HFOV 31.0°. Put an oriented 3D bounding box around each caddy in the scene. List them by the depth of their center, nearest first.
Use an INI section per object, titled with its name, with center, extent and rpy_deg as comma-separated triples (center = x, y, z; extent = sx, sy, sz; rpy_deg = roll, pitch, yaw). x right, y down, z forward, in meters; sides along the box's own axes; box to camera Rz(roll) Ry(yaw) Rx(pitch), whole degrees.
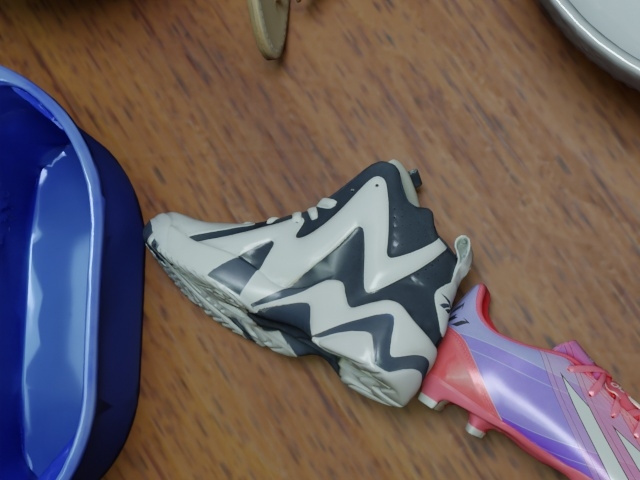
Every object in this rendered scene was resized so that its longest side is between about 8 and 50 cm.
[caddy]
center = -0.253, 0.047, 0.795
extent = 0.241, 0.179, 0.341
rpy_deg = 0, 84, 11

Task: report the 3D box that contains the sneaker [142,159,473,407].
[sneaker]
center = 0.000, 0.000, 0.808
extent = 0.235, 0.094, 0.153
rpy_deg = 22, 66, 33

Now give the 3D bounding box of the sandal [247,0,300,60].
[sandal]
center = -0.004, -0.251, 0.830
extent = 0.079, 0.088, 0.240
rpy_deg = -2, 79, 15

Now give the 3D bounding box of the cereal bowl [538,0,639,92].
[cereal bowl]
center = 0.283, -0.237, 0.752
extent = 0.339, 0.141, 0.339
rpy_deg = -1, 83, 9

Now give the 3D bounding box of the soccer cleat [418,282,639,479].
[soccer cleat]
center = 0.181, 0.122, 0.764
extent = 0.248, 0.083, 0.095
rpy_deg = 29, 89, 15
